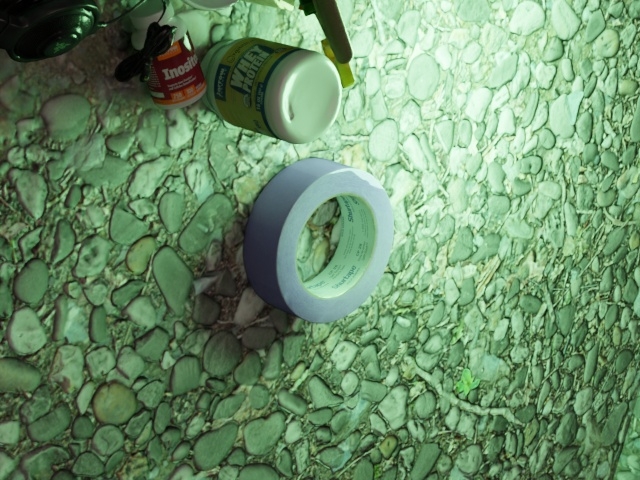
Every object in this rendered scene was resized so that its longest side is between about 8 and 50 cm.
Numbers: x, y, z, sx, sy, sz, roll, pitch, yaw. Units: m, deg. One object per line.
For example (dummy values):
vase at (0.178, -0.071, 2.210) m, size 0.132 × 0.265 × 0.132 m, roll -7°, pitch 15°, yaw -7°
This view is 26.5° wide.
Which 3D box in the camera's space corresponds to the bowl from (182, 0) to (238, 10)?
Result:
bowl at (-0.204, -0.473, 1.916) m, size 0.298 × 0.134 × 0.297 m, roll -14°, pitch 107°, yaw -55°

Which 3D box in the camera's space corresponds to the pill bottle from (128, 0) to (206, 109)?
pill bottle at (-0.230, -0.278, 2.018) m, size 0.086 × 0.086 × 0.152 m, roll -38°, pitch 128°, yaw -28°

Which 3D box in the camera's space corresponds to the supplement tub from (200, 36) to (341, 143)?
supplement tub at (-0.081, -0.235, 2.094) m, size 0.144 × 0.200 × 0.144 m, roll -17°, pitch 116°, yaw -40°

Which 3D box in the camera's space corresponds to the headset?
headset at (-0.371, -0.324, 1.794) m, size 0.394 × 0.185 × 0.243 m, roll 18°, pitch 50°, yaw -33°

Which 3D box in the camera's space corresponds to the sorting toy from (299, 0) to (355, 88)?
sorting toy at (-0.011, -0.353, 2.050) m, size 0.041 × 0.229 × 0.307 m, roll -23°, pitch 124°, yaw -3°

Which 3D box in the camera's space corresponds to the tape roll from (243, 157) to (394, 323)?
tape roll at (0.000, 0.000, 2.337) m, size 0.275 × 0.090 × 0.274 m, roll -16°, pitch 115°, yaw -40°

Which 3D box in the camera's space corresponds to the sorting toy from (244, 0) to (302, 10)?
sorting toy at (-0.086, -0.435, 2.128) m, size 0.274 × 0.046 × 0.132 m, roll 2°, pitch 103°, yaw -44°
